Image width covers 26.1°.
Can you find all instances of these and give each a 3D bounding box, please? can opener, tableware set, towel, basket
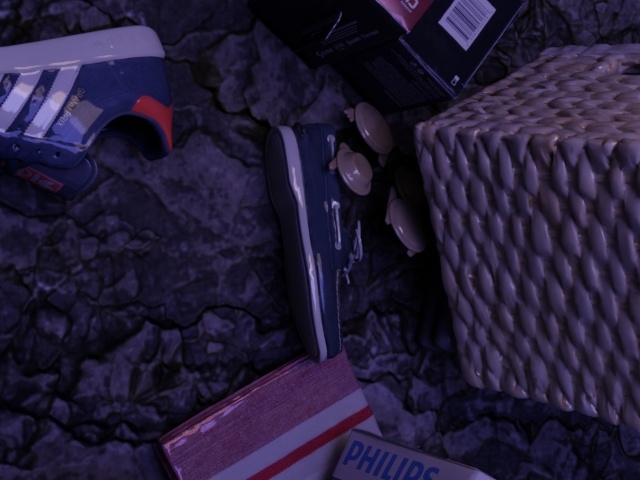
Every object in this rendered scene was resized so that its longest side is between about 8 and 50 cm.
[{"bbox_3d":[0.188,-0.007,1.552,0.095,0.076,0.284,17,81,-23],"label":"can opener"},{"bbox_3d":[0.071,-0.067,1.487,0.169,0.020,0.141,52,31,-17],"label":"tableware set"},{"bbox_3d":[-0.013,0.299,1.462,0.237,0.037,0.329,-28,101,-27],"label":"towel"},{"bbox_3d":[0.307,-0.007,1.409,0.266,0.328,0.331,-29,115,-35],"label":"basket"}]

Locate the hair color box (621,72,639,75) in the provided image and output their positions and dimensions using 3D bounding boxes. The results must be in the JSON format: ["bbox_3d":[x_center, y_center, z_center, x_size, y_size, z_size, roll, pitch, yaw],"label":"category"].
[{"bbox_3d":[0.483,-0.190,1.651,0.347,0.174,0.105,-20,95,-26],"label":"hair color box"}]

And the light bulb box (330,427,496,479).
[{"bbox_3d":[0.147,0.432,1.396,0.358,0.225,0.361,29,78,-30],"label":"light bulb box"}]

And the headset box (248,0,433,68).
[{"bbox_3d":[0.067,-0.310,1.432,0.110,0.218,0.293,44,69,-17],"label":"headset box"}]

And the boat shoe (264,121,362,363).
[{"bbox_3d":[0.000,0.000,1.453,0.079,0.095,0.255,-7,78,-21],"label":"boat shoe"}]

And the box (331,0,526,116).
[{"bbox_3d":[0.116,-0.227,1.483,0.093,0.158,0.156,43,70,-18],"label":"box"}]

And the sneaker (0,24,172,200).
[{"bbox_3d":[-0.293,-0.100,1.293,0.350,0.131,0.148,-15,89,-26],"label":"sneaker"}]
